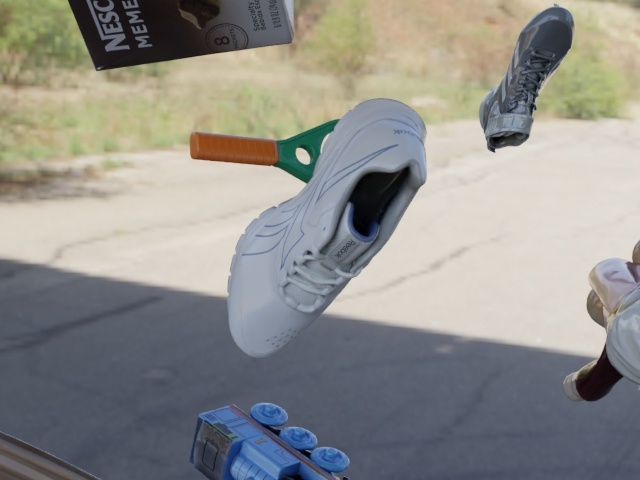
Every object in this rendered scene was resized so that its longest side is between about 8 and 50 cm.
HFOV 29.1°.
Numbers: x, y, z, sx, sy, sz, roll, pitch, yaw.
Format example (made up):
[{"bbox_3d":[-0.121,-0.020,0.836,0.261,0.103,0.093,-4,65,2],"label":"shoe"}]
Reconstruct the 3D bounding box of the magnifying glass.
[{"bbox_3d":[-0.027,-0.089,1.299,0.231,0.092,0.026,4,-19,-29],"label":"magnifying glass"}]

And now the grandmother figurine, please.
[{"bbox_3d":[0.294,0.068,1.117,0.104,0.208,0.342,35,8,7],"label":"grandmother figurine"}]

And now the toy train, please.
[{"bbox_3d":[-0.051,0.240,1.310,0.105,0.080,0.184,-11,32,-44],"label":"toy train"}]

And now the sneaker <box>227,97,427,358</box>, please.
[{"bbox_3d":[0.000,0.000,1.193,0.111,0.297,0.129,27,20,-17],"label":"sneaker"}]

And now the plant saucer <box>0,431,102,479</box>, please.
[{"bbox_3d":[-0.165,0.190,0.820,0.278,0.041,0.278,22,-22,9],"label":"plant saucer"}]

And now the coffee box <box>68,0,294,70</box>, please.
[{"bbox_3d":[-0.126,-0.280,0.907,0.168,0.297,0.119,-7,49,6],"label":"coffee box"}]

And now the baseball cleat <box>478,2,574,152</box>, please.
[{"bbox_3d":[0.265,-0.193,1.550,0.072,0.206,0.109,11,47,-14],"label":"baseball cleat"}]
